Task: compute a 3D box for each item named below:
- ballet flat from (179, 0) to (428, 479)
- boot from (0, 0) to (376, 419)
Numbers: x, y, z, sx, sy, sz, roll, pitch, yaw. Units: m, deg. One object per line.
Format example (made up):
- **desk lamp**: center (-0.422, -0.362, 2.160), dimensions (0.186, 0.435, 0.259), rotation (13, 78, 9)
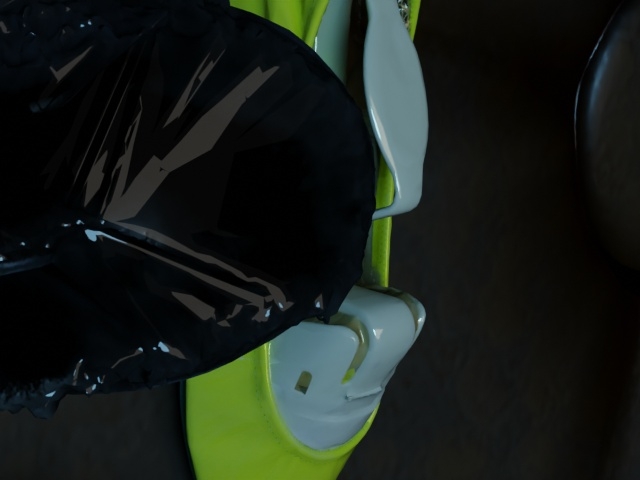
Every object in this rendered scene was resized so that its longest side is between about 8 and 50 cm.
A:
- **ballet flat**: center (0.000, 0.000, 0.646), dimensions (0.077, 0.077, 0.231), rotation (-9, 106, -47)
- **boot**: center (-0.063, -0.011, 0.476), dimensions (0.246, 0.207, 0.094), rotation (15, 88, -49)
